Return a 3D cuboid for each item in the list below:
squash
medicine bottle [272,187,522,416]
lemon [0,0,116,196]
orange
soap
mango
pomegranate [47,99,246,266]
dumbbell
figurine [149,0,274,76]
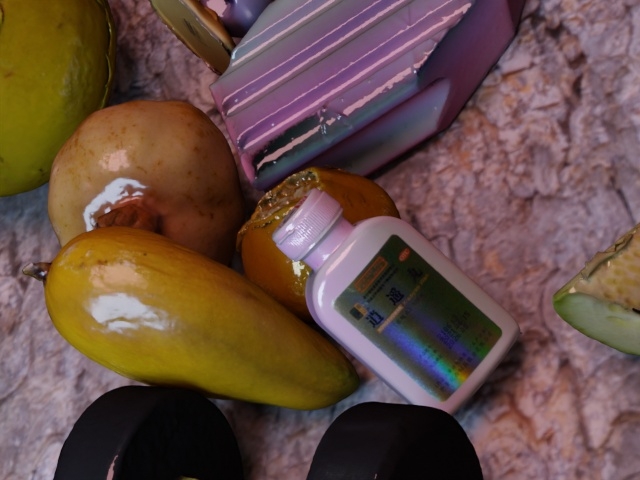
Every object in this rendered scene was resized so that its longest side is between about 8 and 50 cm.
[{"bbox_3d":[0.296,-0.028,1.475,0.169,0.093,0.252,21,67,-9],"label":"squash"},{"bbox_3d":[0.058,0.048,1.508,0.115,0.219,0.078,-49,6,-6],"label":"medicine bottle"},{"bbox_3d":[-0.356,-0.193,1.861,0.297,0.297,0.297,-15,55,22],"label":"lemon"},{"bbox_3d":[0.000,0.000,1.610,0.154,0.134,0.155,-13,36,10],"label":"orange"},{"bbox_3d":[0.054,-0.183,1.717,0.324,0.109,0.193,-33,53,10],"label":"soap"},{"bbox_3d":[-0.113,0.077,1.558,0.176,0.316,0.119,-39,32,58],"label":"mango"},{"bbox_3d":[-0.164,-0.038,1.697,0.207,0.207,0.207,-15,55,22],"label":"pomegranate"},{"bbox_3d":[-0.045,0.228,1.454,0.322,0.204,0.204,1,62,32],"label":"dumbbell"},{"bbox_3d":[-0.060,-0.316,1.831,0.257,0.181,0.208,-46,28,-10],"label":"figurine"}]
